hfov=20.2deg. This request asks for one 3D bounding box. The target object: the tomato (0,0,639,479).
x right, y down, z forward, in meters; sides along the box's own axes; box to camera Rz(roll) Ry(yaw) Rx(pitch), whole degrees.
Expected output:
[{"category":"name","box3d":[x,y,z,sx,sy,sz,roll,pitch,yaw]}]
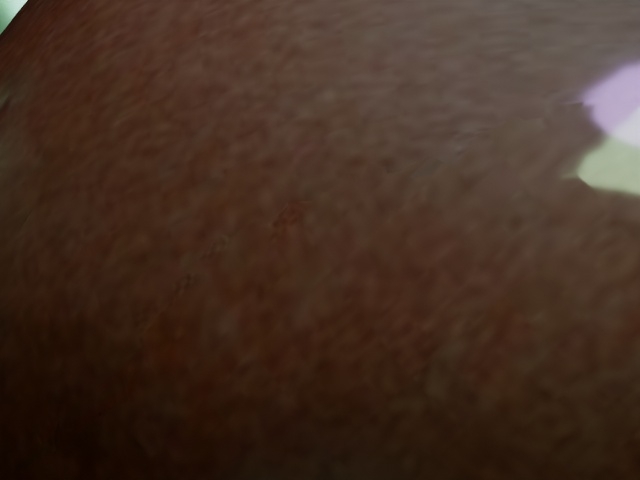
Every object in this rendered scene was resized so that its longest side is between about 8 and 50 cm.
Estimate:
[{"category":"tomato","box3d":[0.057,0.019,0.507,0.341,0.272,0.341,24,34,-18]}]

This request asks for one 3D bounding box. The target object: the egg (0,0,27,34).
[{"category":"egg","box3d":[-0.179,-0.076,0.946,0.220,0.220,0.269,-2,52,-54]}]
